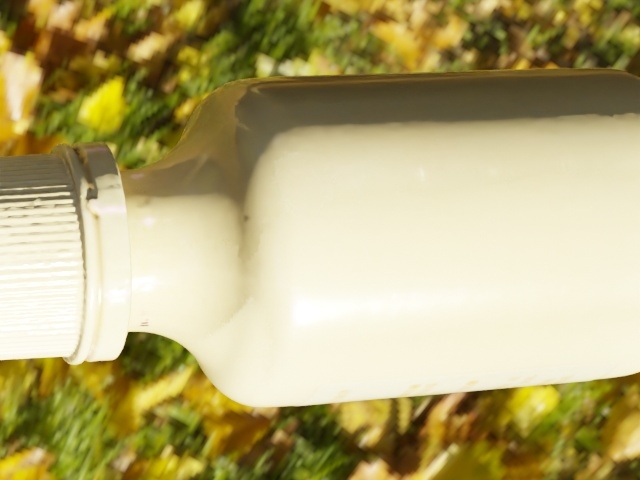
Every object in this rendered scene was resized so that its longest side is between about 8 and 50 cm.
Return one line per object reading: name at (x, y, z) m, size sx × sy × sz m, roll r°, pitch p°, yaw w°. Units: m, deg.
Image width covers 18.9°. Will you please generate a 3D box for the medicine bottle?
medicine bottle at (0.000, 0.000, 0.656) m, size 0.252 × 0.114 × 0.114 m, roll -4°, pitch 61°, yaw -20°
